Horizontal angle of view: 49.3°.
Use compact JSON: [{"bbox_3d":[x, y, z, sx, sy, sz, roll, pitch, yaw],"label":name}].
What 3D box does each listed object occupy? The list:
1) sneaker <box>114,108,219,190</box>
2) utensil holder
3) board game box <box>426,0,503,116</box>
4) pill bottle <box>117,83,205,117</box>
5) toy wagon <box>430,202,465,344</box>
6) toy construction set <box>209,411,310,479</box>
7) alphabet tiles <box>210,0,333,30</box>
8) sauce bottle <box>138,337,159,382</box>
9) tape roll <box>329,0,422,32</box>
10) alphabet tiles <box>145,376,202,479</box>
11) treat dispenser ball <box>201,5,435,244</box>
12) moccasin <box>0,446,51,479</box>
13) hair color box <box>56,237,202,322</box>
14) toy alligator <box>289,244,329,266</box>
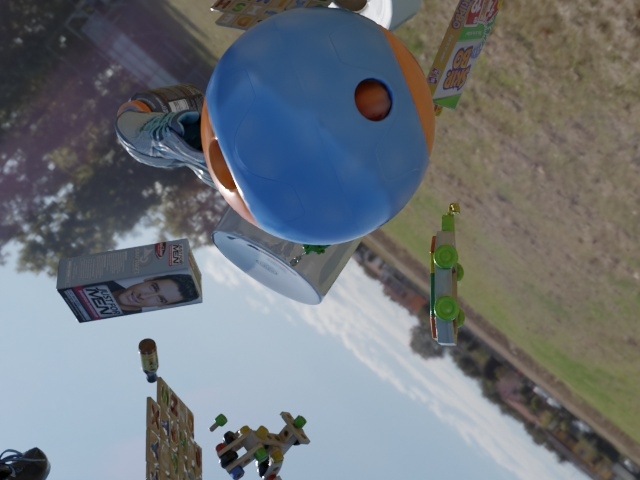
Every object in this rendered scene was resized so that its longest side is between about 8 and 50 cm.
[{"bbox_3d":[-0.237,-0.185,1.191,0.283,0.110,0.122,20,154,19],"label":"sneaker"},{"bbox_3d":[-0.033,-0.085,1.672,0.327,0.385,0.327,29,162,10],"label":"utensil holder"},{"bbox_3d":[0.265,-0.359,1.329,0.039,0.259,0.124,33,-162,27],"label":"board game box"},{"bbox_3d":[-0.395,-0.316,1.744,0.130,0.130,0.245,40,-151,9],"label":"pill bottle"},{"bbox_3d":[0.310,0.079,1.702,0.068,0.345,0.267,-2,168,14],"label":"toy wagon"},{"bbox_3d":[-0.145,0.618,2.037,0.257,0.237,0.309,43,-173,-26],"label":"toy construction set"},{"bbox_3d":[-0.094,-0.479,1.398,0.237,0.198,0.009,19,148,24],"label":"alphabet tiles"},{"bbox_3d":[-0.380,0.271,1.557,0.042,0.042,0.128,41,145,30],"label":"sauce bottle"},{"bbox_3d":[0.077,-0.550,1.415,0.286,0.100,0.286,41,158,20],"label":"tape roll"},{"bbox_3d":[-0.270,0.431,1.317,0.342,0.011,0.285,77,-176,-58],"label":"alphabet tiles"},{"bbox_3d":[-0.002,-0.138,0.863,0.288,0.288,0.288,40,-179,-1],"label":"treat dispenser ball"},{"bbox_3d":[-0.651,0.497,1.421,0.117,0.137,0.342,56,180,-9],"label":"moccasin"},{"bbox_3d":[-0.547,0.120,2.030,0.185,0.374,0.114,82,178,-52],"label":"hair color box"},{"bbox_3d":[0.000,0.000,1.357,0.056,0.190,0.051,-13,-125,-49],"label":"toy alligator"}]
